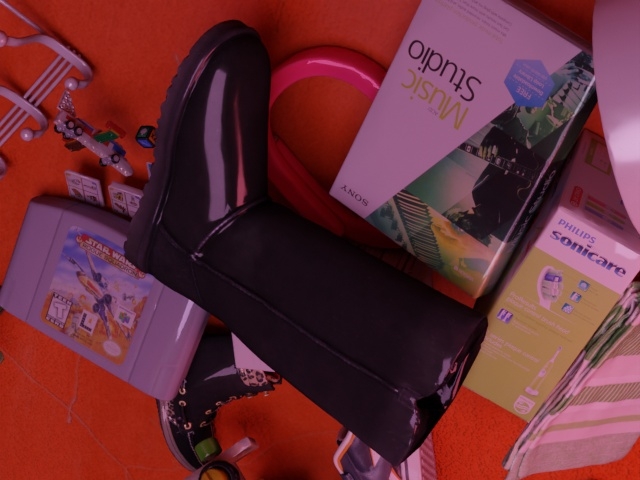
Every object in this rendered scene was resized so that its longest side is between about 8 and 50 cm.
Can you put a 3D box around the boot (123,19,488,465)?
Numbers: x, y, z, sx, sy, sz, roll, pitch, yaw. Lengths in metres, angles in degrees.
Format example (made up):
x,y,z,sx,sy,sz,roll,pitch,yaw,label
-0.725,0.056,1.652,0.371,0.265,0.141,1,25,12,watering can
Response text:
x,y,z,sx,sy,sz,roll,pitch,yaw,label
0.000,0.002,1.758,0.445,0.146,0.367,36,127,23,boot

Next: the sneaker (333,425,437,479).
x,y,z,sx,sy,sz,roll,pitch,yaw,label
0.092,0.315,2.088,0.127,0.126,0.321,-1,109,14,sneaker

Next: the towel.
x,y,z,sx,sy,sz,roll,pitch,yaw,label
0.380,0.171,1.855,0.038,0.247,0.325,54,130,34,towel

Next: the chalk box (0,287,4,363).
x,y,z,sx,sy,sz,roll,pitch,yaw,label
-0.545,0.113,2.176,0.213,0.132,0.132,40,124,-9,chalk box

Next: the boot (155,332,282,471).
x,y,z,sx,sy,sz,roll,pitch,yaw,label
-0.138,0.225,2.133,0.178,0.085,0.236,-6,116,20,boot

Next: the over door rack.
x,y,z,sx,sy,sz,roll,pitch,yaw,label
-0.488,-0.241,1.959,0.324,0.108,0.239,44,123,-9,over door rack

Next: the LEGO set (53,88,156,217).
x,y,z,sx,sy,sz,roll,pitch,yaw,label
-0.250,-0.102,1.960,0.182,0.060,0.244,18,155,8,LEGO set

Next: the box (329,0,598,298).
x,y,z,sx,sy,sz,roll,pitch,yaw,label
0.169,-0.127,1.741,0.232,0.058,0.322,36,117,23,box

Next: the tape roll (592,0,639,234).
x,y,z,sx,sy,sz,roll,pitch,yaw,label
0.378,-0.141,1.617,0.100,0.286,0.286,-10,116,23,tape roll

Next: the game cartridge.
x,y,z,sx,sy,sz,roll,pitch,yaw,label
-0.294,0.068,2.065,0.297,0.062,0.198,28,117,14,game cartridge

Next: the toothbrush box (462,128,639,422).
x,y,z,sx,sy,sz,roll,pitch,yaw,label
0.283,0.042,1.807,0.122,0.206,0.283,30,125,0,toothbrush box

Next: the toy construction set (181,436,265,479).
x,y,z,sx,sy,sz,roll,pitch,yaw,label
-0.115,0.408,2.158,0.309,0.257,0.237,-45,76,29,toy construction set

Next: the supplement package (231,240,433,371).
x,y,z,sx,sy,sz,roll,pitch,yaw,label
0.017,0.088,1.967,0.244,0.134,0.139,4,121,16,supplement package

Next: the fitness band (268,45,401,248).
x,y,z,sx,sy,sz,roll,pitch,yaw,label
0.042,-0.110,1.894,0.209,0.054,0.291,-36,105,29,fitness band
